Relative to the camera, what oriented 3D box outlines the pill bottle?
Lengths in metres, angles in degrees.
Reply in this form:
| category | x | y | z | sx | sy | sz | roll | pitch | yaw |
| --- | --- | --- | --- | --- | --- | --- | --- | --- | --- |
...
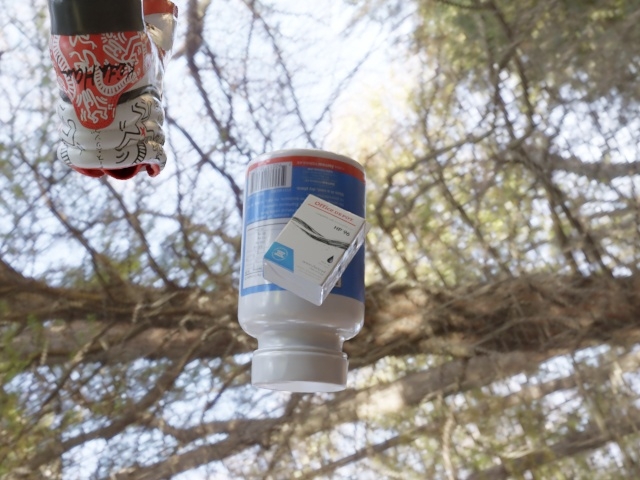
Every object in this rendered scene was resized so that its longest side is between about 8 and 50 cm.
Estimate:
| category | x | y | z | sx | sy | sz | roll | pitch | yaw |
| --- | --- | --- | --- | --- | --- | --- | --- | --- | --- |
| pill bottle | -0.017 | 0.032 | 0.894 | 0.124 | 0.124 | 0.222 | 17 | -111 | -46 |

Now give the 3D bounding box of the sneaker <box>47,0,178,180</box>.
| category | x | y | z | sx | sy | sz | roll | pitch | yaw |
| --- | --- | --- | --- | --- | --- | --- | --- | --- | --- |
| sneaker | -0.169 | -0.130 | 0.769 | 0.270 | 0.090 | 0.145 | -106 | 15 | -77 |

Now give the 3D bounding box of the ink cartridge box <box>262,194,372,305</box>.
| category | x | y | z | sx | sy | sz | roll | pitch | yaw |
| --- | --- | --- | --- | --- | --- | --- | --- | --- | --- |
| ink cartridge box | 0.000 | 0.000 | 0.656 | 0.048 | 0.028 | 0.083 | 25 | -124 | 15 |
